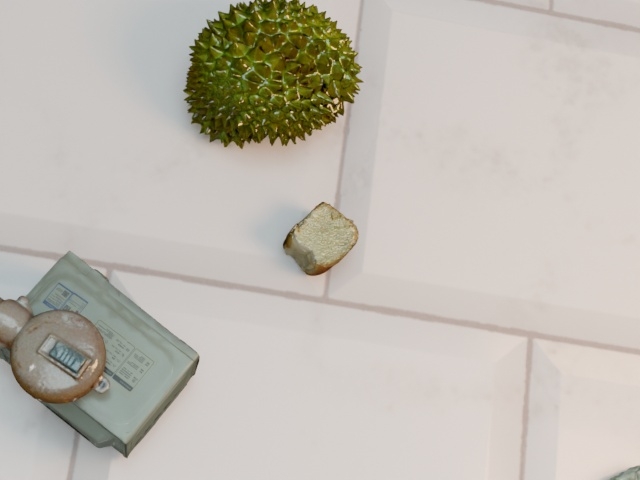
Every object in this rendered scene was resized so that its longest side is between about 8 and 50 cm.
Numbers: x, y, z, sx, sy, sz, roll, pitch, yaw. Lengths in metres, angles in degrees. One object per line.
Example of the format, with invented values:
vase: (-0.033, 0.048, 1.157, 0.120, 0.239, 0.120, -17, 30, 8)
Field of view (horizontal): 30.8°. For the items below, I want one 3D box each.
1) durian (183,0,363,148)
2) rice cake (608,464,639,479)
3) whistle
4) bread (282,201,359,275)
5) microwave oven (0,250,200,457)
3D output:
durian: (-0.059, -0.226, 1.553, 0.236, 0.176, 0.200, -16, 95, -26)
rice cake: (0.474, 0.442, 1.474, 0.066, 0.063, 0.336, -27, 79, -8)
whistle: (-0.331, 0.108, 1.321, 0.220, 0.057, 0.107, 33, 70, 5)
bread: (0.001, 0.002, 1.534, 0.076, 0.070, 0.083, 44, 72, 7)
microwave oven: (-0.273, 0.142, 1.414, 0.208, 0.122, 0.162, 38, 70, 5)
